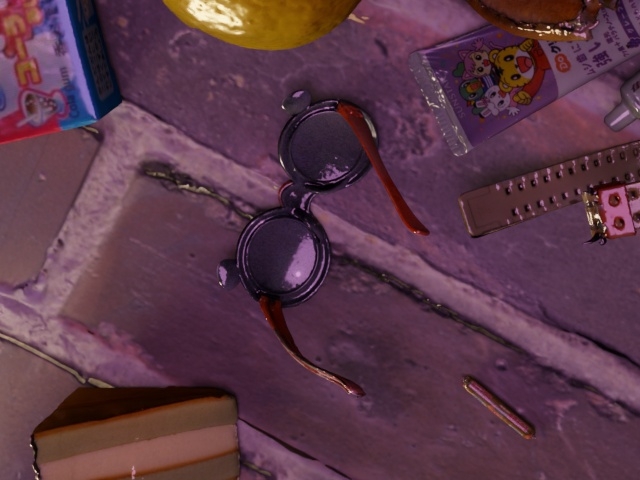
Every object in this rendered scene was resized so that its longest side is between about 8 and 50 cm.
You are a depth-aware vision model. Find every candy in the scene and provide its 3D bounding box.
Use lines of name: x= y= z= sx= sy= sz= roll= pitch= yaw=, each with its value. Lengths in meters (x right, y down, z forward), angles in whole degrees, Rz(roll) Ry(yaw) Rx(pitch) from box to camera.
candy: x=-0.370 y=-0.171 z=1.832 sx=0.306 sy=0.100 sz=0.157 roll=-10 pitch=105 yaw=12

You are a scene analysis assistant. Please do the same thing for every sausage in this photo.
sausage: x=0.185 y=0.174 z=1.896 sx=0.100 sy=0.015 sz=0.015 roll=40 pitch=107 yaw=-4

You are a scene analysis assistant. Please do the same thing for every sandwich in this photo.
sandwich: x=-0.188 y=0.227 z=1.896 sx=0.187 sy=0.144 sz=0.117 roll=0 pitch=108 yaw=8

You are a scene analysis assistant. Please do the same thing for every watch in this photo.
watch: x=0.281 y=-0.048 z=1.731 sx=0.268 sy=0.165 sz=0.102 roll=-17 pitch=103 yaw=-10

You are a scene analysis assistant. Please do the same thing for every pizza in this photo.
pizza: x=0.235 y=-0.274 z=1.728 sx=0.195 sy=0.185 sz=0.052 roll=-56 pitch=136 yaw=-4

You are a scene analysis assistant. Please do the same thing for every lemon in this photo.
lemon: x=-0.052 y=-0.304 z=1.686 sx=0.228 sy=0.228 sz=0.253 roll=6 pitch=102 yaw=6

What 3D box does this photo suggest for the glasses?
glasses: x=0.000 y=0.000 z=1.748 sx=0.118 sy=0.268 sz=0.234 roll=19 pitch=106 yaw=-17

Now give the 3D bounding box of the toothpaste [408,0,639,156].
toothpaste: x=0.234 y=-0.189 z=1.765 sx=0.299 sy=0.073 sz=0.114 roll=-25 pitch=100 yaw=21

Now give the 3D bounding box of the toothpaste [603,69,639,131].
toothpaste: x=0.382 y=-0.193 z=1.750 sx=0.268 sy=0.047 sz=0.069 roll=-39 pitch=79 yaw=13
